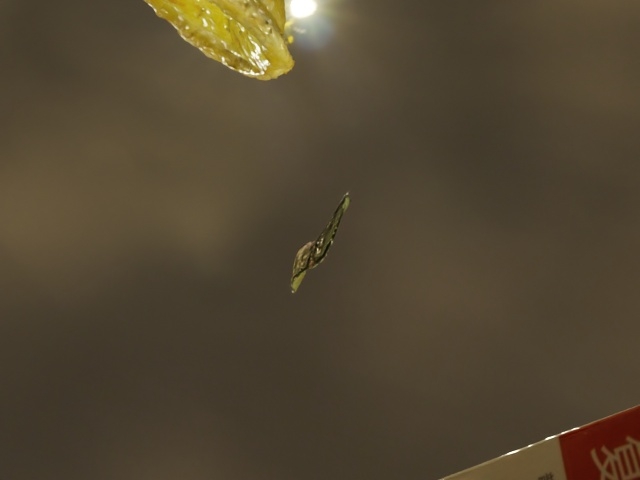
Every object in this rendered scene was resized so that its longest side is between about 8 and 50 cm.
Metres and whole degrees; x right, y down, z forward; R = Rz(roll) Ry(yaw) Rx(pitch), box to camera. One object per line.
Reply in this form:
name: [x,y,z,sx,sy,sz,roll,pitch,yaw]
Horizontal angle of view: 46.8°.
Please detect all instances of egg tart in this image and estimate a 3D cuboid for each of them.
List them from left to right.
egg tart: [-0.095,-0.224,0.676,0.191,0.191,0.074,26,-102,33]

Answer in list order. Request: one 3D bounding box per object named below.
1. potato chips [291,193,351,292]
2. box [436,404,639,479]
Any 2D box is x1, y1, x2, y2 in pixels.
potato chips: [0.000,0.000,0.987,0.026,0.209,0.142,33,-102,-4]
box: [0.128,0.229,0.257,0.214,0.069,0.353,-31,-145,26]
